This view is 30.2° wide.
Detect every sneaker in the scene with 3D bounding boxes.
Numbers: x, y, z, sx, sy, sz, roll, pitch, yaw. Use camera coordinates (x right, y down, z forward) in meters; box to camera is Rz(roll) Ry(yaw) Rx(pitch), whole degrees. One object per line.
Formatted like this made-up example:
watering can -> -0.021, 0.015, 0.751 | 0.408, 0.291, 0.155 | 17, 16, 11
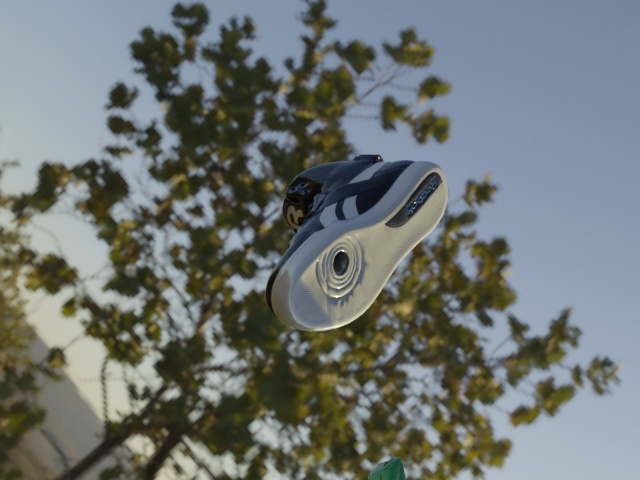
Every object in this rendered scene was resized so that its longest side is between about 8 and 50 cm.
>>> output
sneaker -> 0.000, 0.000, 0.961 | 0.121, 0.217, 0.079 | 9, -57, 38

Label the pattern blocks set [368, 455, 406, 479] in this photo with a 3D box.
pattern blocks set -> 0.106, 0.293, 0.780 | 0.026, 0.285, 0.325 | -21, -65, 26
